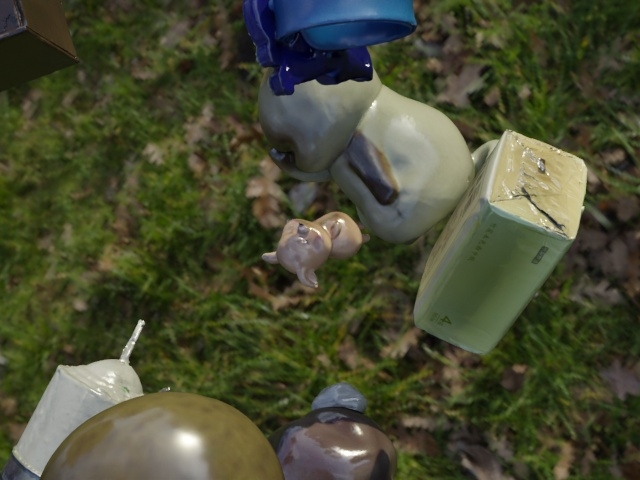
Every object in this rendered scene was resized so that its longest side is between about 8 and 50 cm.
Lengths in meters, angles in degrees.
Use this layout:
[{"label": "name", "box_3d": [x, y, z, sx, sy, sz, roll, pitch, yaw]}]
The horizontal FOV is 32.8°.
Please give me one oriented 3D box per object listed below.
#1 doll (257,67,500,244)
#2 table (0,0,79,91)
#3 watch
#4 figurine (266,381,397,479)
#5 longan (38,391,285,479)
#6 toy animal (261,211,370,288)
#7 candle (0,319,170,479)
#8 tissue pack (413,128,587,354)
[{"label": "doll", "box_3d": [0.063, -0.141, 1.576, 0.226, 0.370, 0.215, -57, 5, 14]}, {"label": "table", "box_3d": [-0.474, -0.334, 1.536, 0.169, 0.172, 0.193, -18, 80, 10]}, {"label": "watch", "box_3d": [0.023, -0.274, 1.283, 0.200, 0.196, 0.171, -9, 96, 48]}, {"label": "figurine", "box_3d": [0.043, 0.415, 1.590, 0.206, 0.365, 0.218, -23, 9, -16]}, {"label": "longan", "box_3d": [-0.163, 0.284, 1.140, 0.258, 0.258, 0.258, -26, 47, 30]}, {"label": "toy animal", "box_3d": [0.001, 0.006, 1.494, 0.150, 0.089, 0.083, -21, 16, -23]}, {"label": "candle", "box_3d": [-0.354, 0.277, 1.706, 0.187, 0.187, 0.330, 22, 83, 50]}, {"label": "tissue pack", "box_3d": [0.220, 0.004, 1.339, 0.159, 0.125, 0.234, -68, 3, -47]}]
